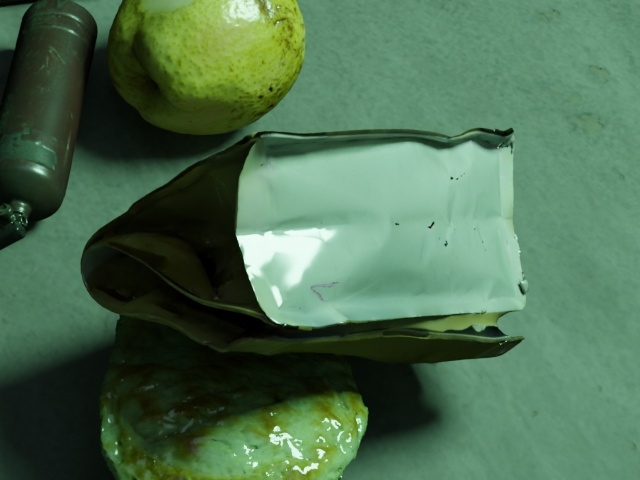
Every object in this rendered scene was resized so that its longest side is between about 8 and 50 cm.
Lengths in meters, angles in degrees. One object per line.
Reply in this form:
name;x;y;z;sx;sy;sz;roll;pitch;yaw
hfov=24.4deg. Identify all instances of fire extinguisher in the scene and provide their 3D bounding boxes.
fire extinguisher;-0.254;-0.092;1.283;0.089;0.072;0.268;-12;49;18

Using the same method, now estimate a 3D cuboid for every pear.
pear;-0.106;-0.176;1.328;0.178;0.178;0.178;8;51;-10

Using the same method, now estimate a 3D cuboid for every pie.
pie;-0.066;0.129;1.126;0.201;0.090;0.248;10;33;-5

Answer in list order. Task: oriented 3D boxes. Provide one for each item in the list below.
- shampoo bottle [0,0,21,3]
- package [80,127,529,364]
shampoo bottle;-0.311;-0.262;1.397;0.236;0.067;0.068;-9;65;-23
package;0.013;0.029;1.133;0.311;0.221;0.165;-2;68;-48
